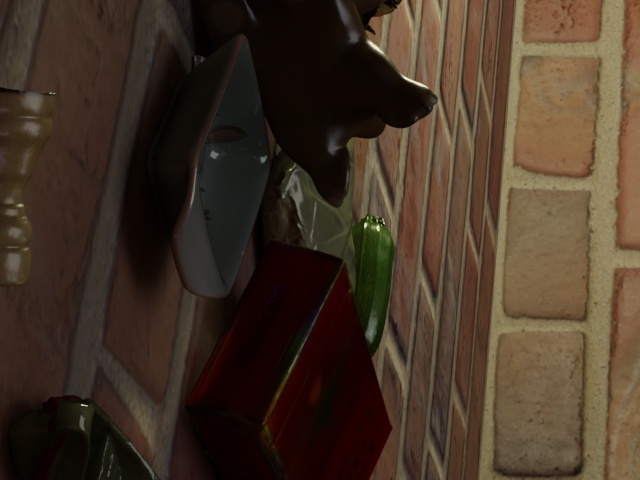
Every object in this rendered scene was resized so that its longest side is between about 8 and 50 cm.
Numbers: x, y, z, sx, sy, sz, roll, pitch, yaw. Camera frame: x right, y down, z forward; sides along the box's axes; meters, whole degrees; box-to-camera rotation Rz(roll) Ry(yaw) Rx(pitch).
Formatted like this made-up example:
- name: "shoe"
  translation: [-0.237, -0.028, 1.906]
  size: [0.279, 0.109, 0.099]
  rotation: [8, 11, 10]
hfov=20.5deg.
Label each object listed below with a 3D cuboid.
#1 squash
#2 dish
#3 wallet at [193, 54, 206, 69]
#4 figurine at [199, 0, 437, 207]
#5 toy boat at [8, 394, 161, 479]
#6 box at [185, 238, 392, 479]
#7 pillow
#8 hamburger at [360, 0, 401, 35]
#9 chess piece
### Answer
- name: "squash"
  translation: [0.052, 0.059, 2.192]
  size: [0.077, 0.068, 0.219]
  rotation: [104, -4, -54]
- name: "dish"
  translation: [-0.103, -0.055, 1.509]
  size: [0.234, 0.064, 0.154]
  rotation: [-76, 162, -49]
- name: "wallet"
  translation: [-0.102, -0.143, 1.628]
  size: [0.083, 0.011, 0.044]
  rotation: [24, 67, -76]
- name: "figurine"
  translation: [-0.004, -0.190, 1.657]
  size: [0.247, 0.177, 0.173]
  rotation: [43, 22, -4]
- name: "toy boat"
  translation: [-0.166, 0.151, 1.230]
  size: [0.185, 0.071, 0.089]
  rotation: [64, 30, -62]
- name: "box"
  translation: [-0.024, 0.173, 1.737]
  size: [0.197, 0.089, 0.313]
  rotation: [-62, 155, -30]
- name: "pillow"
  translation: [0.000, -0.001, 1.940]
  size: [0.274, 0.076, 0.281]
  rotation: [-64, 153, -61]
- name: "hamburger"
  translation: [0.047, -0.309, 1.963]
  size: [0.164, 0.093, 0.190]
  rotation: [-179, -86, -67]
- name: "chess piece"
  translation: [-0.202, -0.034, 1.097]
  size: [0.066, 0.066, 0.122]
  rotation: [-8, 105, -77]
